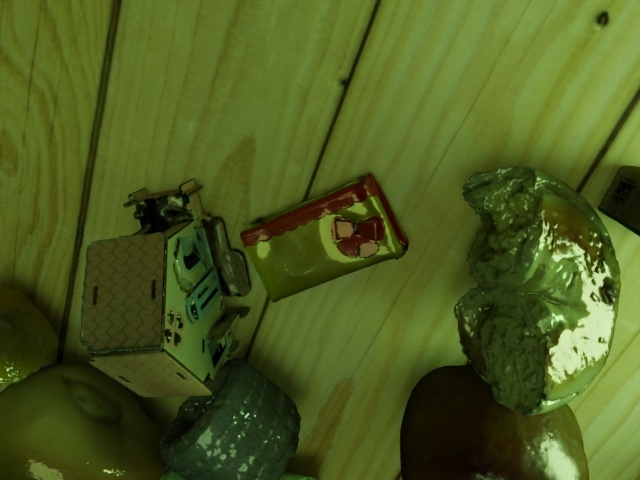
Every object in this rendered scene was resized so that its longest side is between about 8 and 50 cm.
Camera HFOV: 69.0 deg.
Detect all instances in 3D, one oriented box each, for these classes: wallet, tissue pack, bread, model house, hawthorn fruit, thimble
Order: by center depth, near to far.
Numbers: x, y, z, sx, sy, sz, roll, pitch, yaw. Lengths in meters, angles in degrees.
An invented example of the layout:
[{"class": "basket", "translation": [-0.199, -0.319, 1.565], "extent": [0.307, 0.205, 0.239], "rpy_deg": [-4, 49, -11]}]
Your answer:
[{"class": "tissue pack", "translation": [0.446, -0.033, 0.575], "extent": [0.120, 0.169, 0.082], "rpy_deg": [20, 110, 4]}, {"class": "bread", "translation": [0.295, 0.053, 0.634], "extent": [0.192, 0.171, 0.313], "rpy_deg": [-10, 92, -22]}, {"class": "hawthorn fruit", "translation": [0.245, 0.338, 0.684], "extent": [0.268, 0.300, 0.267], "rpy_deg": [9, 123, 13]}, {"class": "model house", "translation": [-0.231, 0.092, 0.712], "extent": [0.169, 0.244, 0.325], "rpy_deg": [-4, 109, 14]}, {"class": "wallet", "translation": [0.000, 0.000, 0.727], "extent": [0.241, 0.067, 0.141], "rpy_deg": [-23, 103, 18]}, {"class": "thimble", "translation": [-0.156, 0.337, 0.811], "extent": [0.172, 0.205, 0.236], "rpy_deg": [44, 111, -9]}, {"class": "bread", "translation": [-0.602, 0.184, 0.846], "extent": [0.171, 0.197, 0.197], "rpy_deg": [-33, 102, 25]}, {"class": "bread", "translation": [-0.501, 0.434, 0.888], "extent": [0.348, 0.253, 0.376], "rpy_deg": [39, 112, -7]}]

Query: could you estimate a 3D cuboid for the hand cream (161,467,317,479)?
[{"class": "hand cream", "translation": [-0.159, 0.493, 0.925], "extent": [0.306, 0.093, 0.147], "rpy_deg": [3, 133, 3]}]
